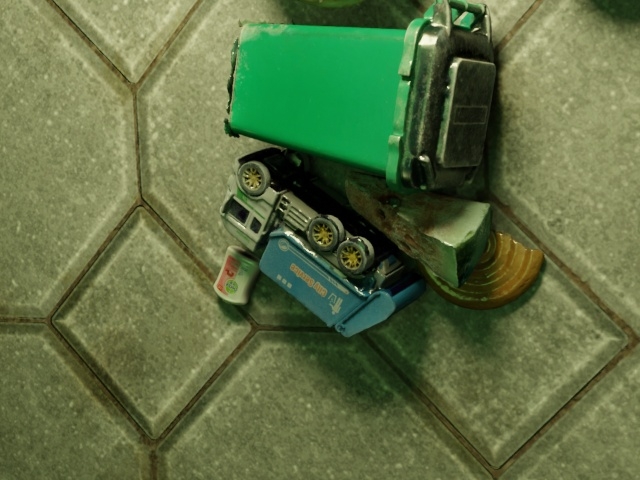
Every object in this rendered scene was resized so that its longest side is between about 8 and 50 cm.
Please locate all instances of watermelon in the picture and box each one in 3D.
[{"bbox_3d":[0.150,-0.049,1.851,0.241,0.154,0.094,24,146,18],"label":"watermelon"}]

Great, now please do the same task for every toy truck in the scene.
[{"bbox_3d":[0.000,0.000,1.943,0.367,0.146,0.175,40,121,18],"label":"toy truck"}]

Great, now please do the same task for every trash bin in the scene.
[{"bbox_3d":[0.063,-0.245,1.838,0.381,0.259,0.295,13,101,26],"label":"trash bin"}]

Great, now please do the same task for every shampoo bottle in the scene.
[{"bbox_3d":[-0.149,0.067,2.081,0.072,0.043,0.099,30,107,20],"label":"shampoo bottle"}]

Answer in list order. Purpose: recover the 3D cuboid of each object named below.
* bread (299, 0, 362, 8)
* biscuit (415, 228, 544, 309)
[{"bbox_3d":[0.026,-0.513,1.877,0.305,0.158,0.306,1,92,24],"label":"bread"},{"bbox_3d":[0.238,0.038,1.903,0.224,0.033,0.145,24,105,22],"label":"biscuit"}]
